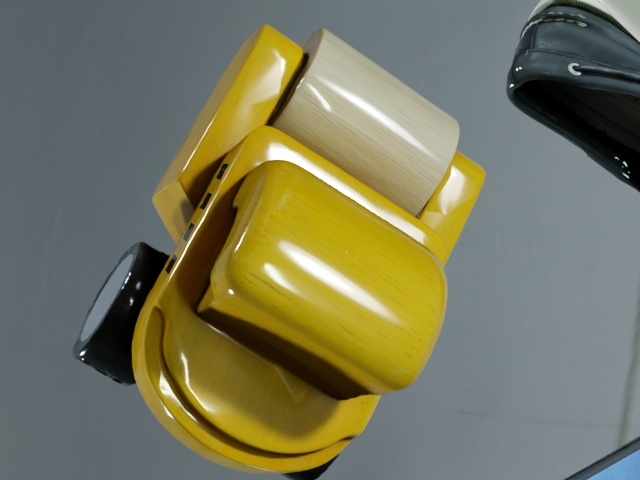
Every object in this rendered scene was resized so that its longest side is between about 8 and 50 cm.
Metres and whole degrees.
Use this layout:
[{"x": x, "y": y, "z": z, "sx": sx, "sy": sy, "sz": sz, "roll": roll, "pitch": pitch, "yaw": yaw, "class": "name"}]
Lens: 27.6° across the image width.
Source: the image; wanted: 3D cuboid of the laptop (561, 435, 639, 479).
[{"x": 0.122, "y": 0.297, "z": 0.410, "sx": 0.408, "sy": 0.236, "sz": 0.382, "roll": -134, "pitch": 43, "yaw": -71, "class": "laptop"}]

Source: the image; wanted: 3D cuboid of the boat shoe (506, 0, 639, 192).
[{"x": 0.289, "y": -0.062, "z": 1.011, "sx": 0.113, "sy": 0.340, "sz": 0.127, "roll": -52, "pitch": 1, "yaw": -33, "class": "boat shoe"}]

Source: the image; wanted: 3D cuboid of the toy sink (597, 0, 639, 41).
[{"x": 0.123, "y": -0.157, "z": 0.418, "sx": 0.153, "sy": 0.234, "sz": 0.131, "roll": 44, "pitch": 113, "yaw": 1, "class": "toy sink"}]

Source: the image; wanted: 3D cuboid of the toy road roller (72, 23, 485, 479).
[{"x": 0.000, "y": 0.000, "z": 0.885, "sx": 0.329, "sy": 0.202, "sz": 0.240, "roll": -63, "pitch": 15, "yaw": -21, "class": "toy road roller"}]
